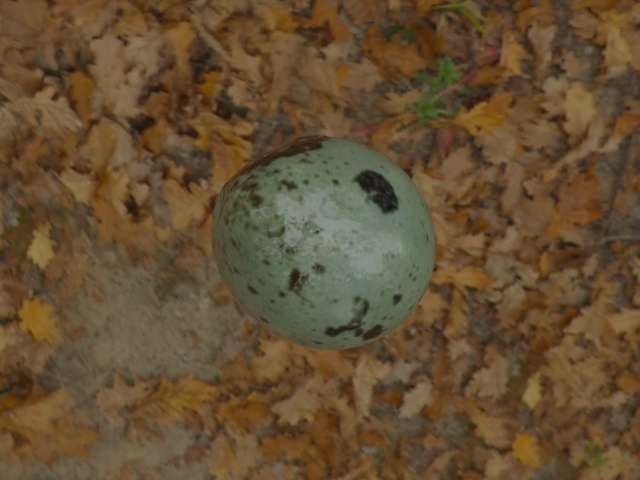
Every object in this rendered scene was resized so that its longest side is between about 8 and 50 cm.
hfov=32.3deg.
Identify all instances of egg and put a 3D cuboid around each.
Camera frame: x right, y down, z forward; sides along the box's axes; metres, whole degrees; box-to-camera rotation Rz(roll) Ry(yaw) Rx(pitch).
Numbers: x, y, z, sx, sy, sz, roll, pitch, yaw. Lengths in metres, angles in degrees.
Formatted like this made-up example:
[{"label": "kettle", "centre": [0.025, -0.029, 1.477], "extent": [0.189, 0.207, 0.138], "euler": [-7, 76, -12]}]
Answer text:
[{"label": "egg", "centre": [0.000, 0.000, 0.440], "extent": [0.110, 0.085, 0.085], "euler": [24, 92, -53]}]
